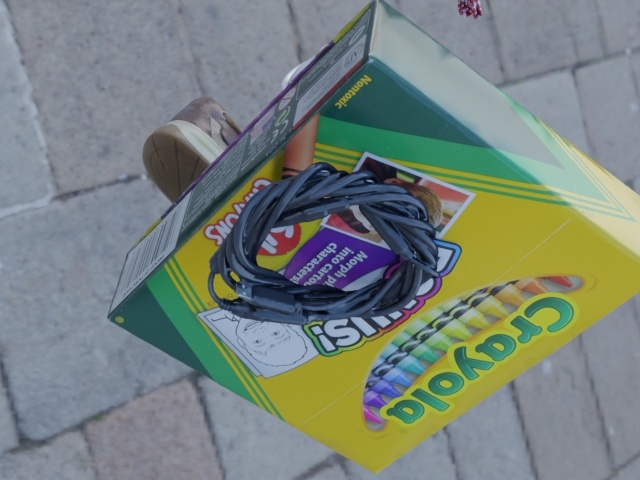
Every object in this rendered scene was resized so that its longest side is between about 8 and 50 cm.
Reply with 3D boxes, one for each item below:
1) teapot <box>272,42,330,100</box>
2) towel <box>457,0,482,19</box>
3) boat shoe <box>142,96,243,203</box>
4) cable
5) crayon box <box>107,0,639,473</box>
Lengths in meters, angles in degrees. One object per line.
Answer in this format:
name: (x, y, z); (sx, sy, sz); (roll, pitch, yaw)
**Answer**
teapot: (0.033, -0.181, 1.598); (0.252, 0.256, 0.187); (-21, 121, -15)
towel: (0.151, -0.419, 1.386); (0.275, 0.031, 0.199); (63, 23, -56)
boat shoe: (-0.046, -0.018, 1.323); (0.342, 0.123, 0.123); (46, 47, -9)
cable: (0.012, 0.005, 0.901); (0.184, 0.151, 0.047); (9, 37, -24)
crayon box: (0.048, 0.020, 1.025); (0.313, 0.363, 0.106); (34, 36, -21)
